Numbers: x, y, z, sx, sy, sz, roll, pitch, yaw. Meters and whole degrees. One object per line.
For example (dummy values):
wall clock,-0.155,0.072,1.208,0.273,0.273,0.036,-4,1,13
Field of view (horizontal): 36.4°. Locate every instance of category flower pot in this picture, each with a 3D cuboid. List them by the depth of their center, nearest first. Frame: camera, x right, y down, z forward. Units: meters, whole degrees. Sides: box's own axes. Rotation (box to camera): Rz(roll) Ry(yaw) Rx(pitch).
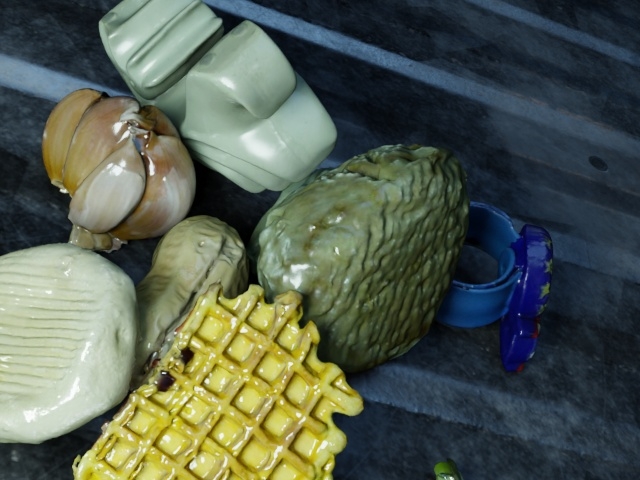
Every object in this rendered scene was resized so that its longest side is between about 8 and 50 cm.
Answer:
flower pot,-0.133,-0.197,1.298,0.164,0.254,0.367,-45,44,-12

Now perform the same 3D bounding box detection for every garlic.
garlic,-0.257,-0.101,1.266,0.160,0.191,0.214,20,28,-39

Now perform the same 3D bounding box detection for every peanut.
peanut,-0.163,0.070,1.166,0.130,0.130,0.290,27,41,-4

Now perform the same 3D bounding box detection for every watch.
watch,0.228,0.050,1.413,0.200,0.171,0.196,12,42,1

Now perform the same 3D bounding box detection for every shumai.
shumai,0.000,0.000,1.255,0.288,0.292,0.330,28,39,36

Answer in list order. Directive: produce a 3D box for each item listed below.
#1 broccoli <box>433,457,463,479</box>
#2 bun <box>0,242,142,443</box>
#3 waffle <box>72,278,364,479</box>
broccoli,0.148,0.329,1.117,0.122,0.118,0.204,-1,23,9
bun,-0.285,0.115,1.011,0.231,0.133,0.231,-7,59,12
waffle,-0.107,0.184,1.023,0.309,0.065,0.283,-8,85,-16
